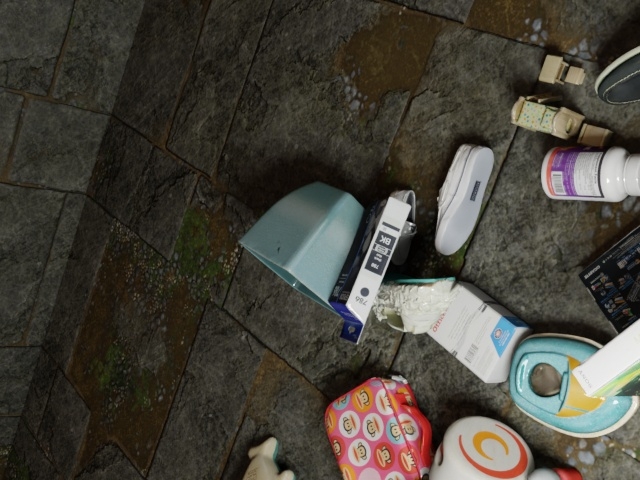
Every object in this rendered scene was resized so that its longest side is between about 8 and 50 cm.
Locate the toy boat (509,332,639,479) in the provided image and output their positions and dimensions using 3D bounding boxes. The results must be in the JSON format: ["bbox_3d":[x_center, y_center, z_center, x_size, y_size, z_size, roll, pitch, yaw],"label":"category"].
[{"bbox_3d":[0.467,0.341,1.522,0.267,0.148,0.319,5,87,46],"label":"toy boat"}]

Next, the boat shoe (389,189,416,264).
[{"bbox_3d":[0.203,-0.034,1.915,0.063,0.066,0.184,-9,68,46],"label":"boat shoe"}]

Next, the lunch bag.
[{"bbox_3d":[0.154,0.468,1.843,0.258,0.120,0.293,-39,57,34],"label":"lunch bag"}]

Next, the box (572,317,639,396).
[{"bbox_3d":[0.588,0.173,1.299,0.232,0.321,0.059,-49,50,30],"label":"box"}]

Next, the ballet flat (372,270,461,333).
[{"bbox_3d":[0.206,0.139,1.760,0.409,0.146,0.147,176,100,-77],"label":"ballet flat"}]

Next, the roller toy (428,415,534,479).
[{"bbox_3d":[0.322,0.468,1.610,0.209,0.191,0.146,54,139,43],"label":"roller toy"}]

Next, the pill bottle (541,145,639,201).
[{"bbox_3d":[0.541,-0.130,1.544,0.193,0.108,0.108,7,89,45],"label":"pill bottle"}]

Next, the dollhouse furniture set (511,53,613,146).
[{"bbox_3d":[0.506,-0.287,1.607,0.181,0.101,0.161,27,103,44],"label":"dollhouse furniture set"}]

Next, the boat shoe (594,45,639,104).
[{"bbox_3d":[0.665,-0.300,1.430,0.340,0.127,0.113,-16,61,34],"label":"boat shoe"}]

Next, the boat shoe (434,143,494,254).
[{"bbox_3d":[0.311,-0.095,1.798,0.084,0.095,0.258,25,91,49],"label":"boat shoe"}]

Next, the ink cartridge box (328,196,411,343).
[{"bbox_3d":[0.099,0.066,1.814,0.165,0.065,0.333,170,122,-76],"label":"ink cartridge box"}]

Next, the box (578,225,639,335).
[{"bbox_3d":[0.617,0.071,1.478,0.220,0.051,0.175,-47,54,31],"label":"box"}]

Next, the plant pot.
[{"bbox_3d":[0.000,0.000,1.978,0.252,0.248,0.247,-54,38,-8],"label":"plant pot"}]

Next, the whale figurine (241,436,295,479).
[{"bbox_3d":[-0.138,0.672,2.126,0.216,0.141,0.272,-34,38,25],"label":"whale figurine"}]

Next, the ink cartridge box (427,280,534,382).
[{"bbox_3d":[0.343,0.195,1.717,0.190,0.082,0.140,41,113,43],"label":"ink cartridge box"}]
